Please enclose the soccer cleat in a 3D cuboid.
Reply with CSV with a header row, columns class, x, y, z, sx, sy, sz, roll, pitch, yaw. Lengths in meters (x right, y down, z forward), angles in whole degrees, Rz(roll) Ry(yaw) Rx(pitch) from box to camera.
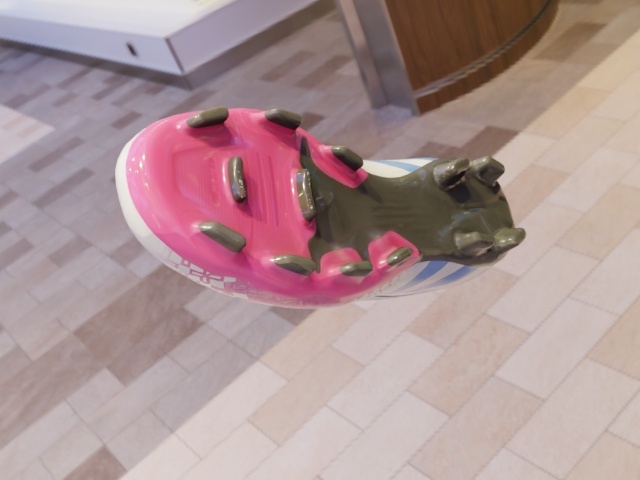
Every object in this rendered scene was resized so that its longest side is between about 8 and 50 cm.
class,x,y,z,sx,sy,sz,roll,pitch,yaw
soccer cleat,0.000,0.000,0.503,0.143,0.331,0.116,-28,68,41
